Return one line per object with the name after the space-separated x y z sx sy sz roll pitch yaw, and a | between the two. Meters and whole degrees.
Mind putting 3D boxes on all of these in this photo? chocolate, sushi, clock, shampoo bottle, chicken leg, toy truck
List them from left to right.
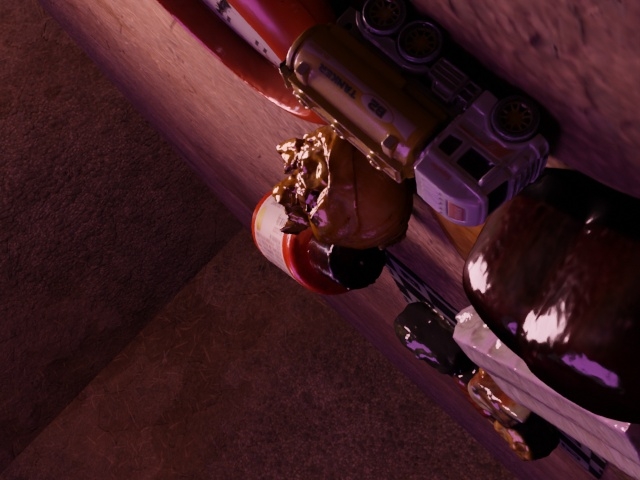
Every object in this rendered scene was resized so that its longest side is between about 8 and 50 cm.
-0.051 -0.145 0.523 0.205 0.051 0.205 42 175 4 | clock
0.000 0.000 1.004 0.104 0.104 0.278 46 175 -17 | shampoo bottle
0.025 -0.030 0.697 0.101 0.085 0.207 -2 170 13 | chicken leg
0.042 -0.059 0.421 0.123 0.063 0.052 43 174 17 | toy truck
0.199 0.183 1.160 0.359 0.064 0.343 43 175 25 | sushi
0.127 0.036 0.441 0.149 0.080 0.125 36 170 49 | chocolate

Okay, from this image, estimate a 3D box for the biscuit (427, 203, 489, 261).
0.126 0.017 0.582 0.142 0.029 0.220 41 174 32 | biscuit

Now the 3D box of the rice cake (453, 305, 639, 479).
0.201 0.124 0.730 0.106 0.050 0.298 45 174 -16 | rice cake
